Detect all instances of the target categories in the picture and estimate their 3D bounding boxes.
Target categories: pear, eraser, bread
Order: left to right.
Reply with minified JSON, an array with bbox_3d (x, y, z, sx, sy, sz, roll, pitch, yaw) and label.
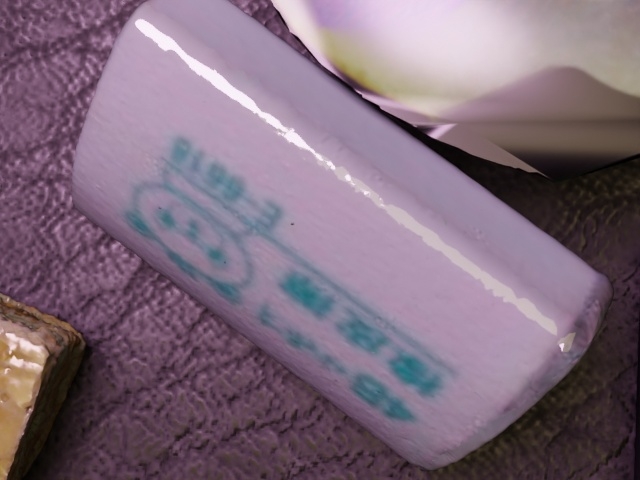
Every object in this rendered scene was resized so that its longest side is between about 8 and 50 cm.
[{"bbox_3d":[-0.242,0.120,0.619,0.138,0.102,0.196,20,91,5],"label":"bread"},{"bbox_3d":[0.000,0.000,0.583,0.290,0.189,0.104,36,55,3],"label":"eraser"},{"bbox_3d":[0.144,-0.227,0.595,0.399,0.165,0.398,0,87,1],"label":"pear"}]

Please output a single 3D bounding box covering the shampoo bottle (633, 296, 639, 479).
[{"bbox_3d":[0.254,0.083,0.628,0.098,0.071,0.309,3,85,4],"label":"shampoo bottle"}]
